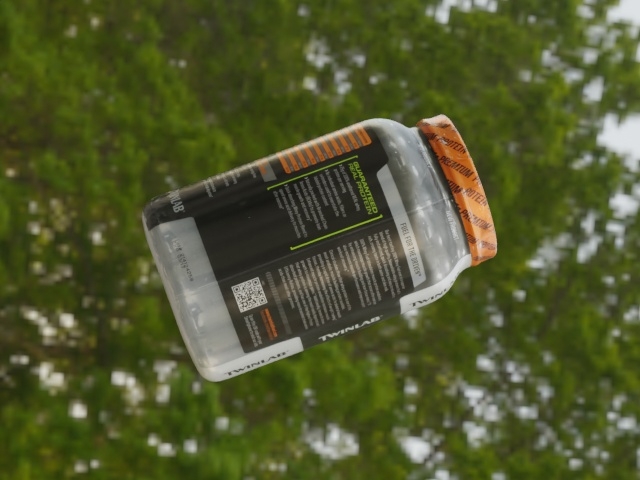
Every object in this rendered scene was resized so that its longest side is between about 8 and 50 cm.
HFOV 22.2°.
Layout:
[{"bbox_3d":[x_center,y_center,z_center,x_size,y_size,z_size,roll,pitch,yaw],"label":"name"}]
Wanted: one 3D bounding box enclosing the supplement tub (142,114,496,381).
[{"bbox_3d":[0.000,0.000,0.964,0.117,0.190,0.117,160,-90,-87],"label":"supplement tub"}]
